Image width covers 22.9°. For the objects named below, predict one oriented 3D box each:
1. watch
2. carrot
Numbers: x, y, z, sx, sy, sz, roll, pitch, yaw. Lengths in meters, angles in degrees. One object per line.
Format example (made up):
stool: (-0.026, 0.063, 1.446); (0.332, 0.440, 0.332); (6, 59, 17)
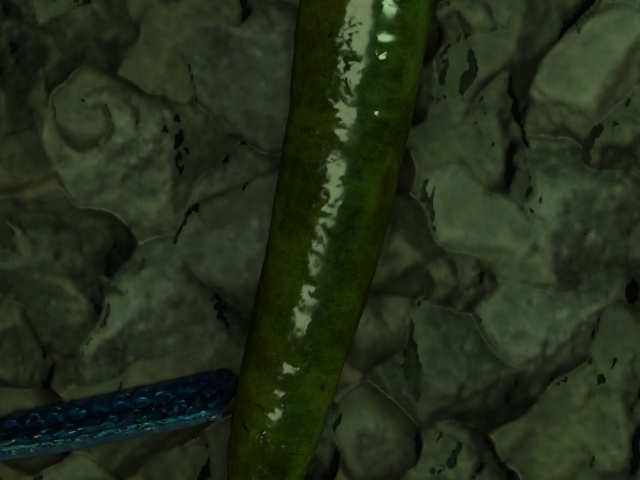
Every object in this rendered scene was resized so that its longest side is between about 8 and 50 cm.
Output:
watch: (-0.235, 0.064, 0.929); (0.274, 0.068, 0.276); (-38, 91, 6)
carrot: (0.000, 0.000, 0.879); (0.074, 0.074, 0.358); (12, 100, 6)
